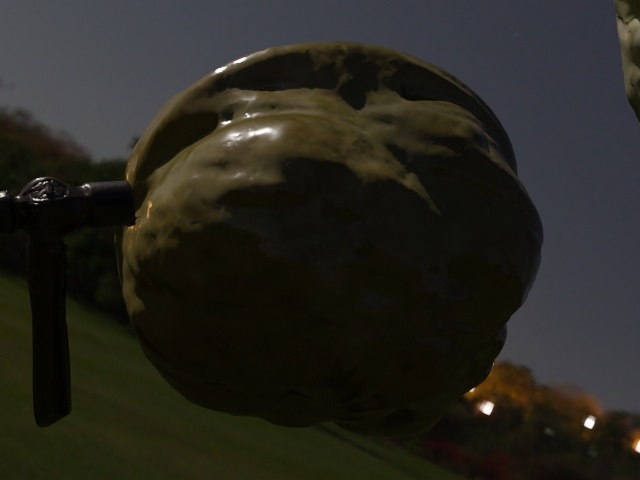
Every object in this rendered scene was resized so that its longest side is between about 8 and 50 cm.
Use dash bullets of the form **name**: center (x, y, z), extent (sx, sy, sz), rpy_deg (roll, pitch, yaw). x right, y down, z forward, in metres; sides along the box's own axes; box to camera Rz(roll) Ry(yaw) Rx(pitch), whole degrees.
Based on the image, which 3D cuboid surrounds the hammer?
- **hammer**: center (-0.119, 0.037, 0.608), extent (0.178, 0.065, 0.021), rpy_deg (102, -26, -47)

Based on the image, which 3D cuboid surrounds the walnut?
- **walnut**: center (0.000, 0.001, 0.891), extent (0.277, 0.282, 0.253), rpy_deg (4, -43, -15)

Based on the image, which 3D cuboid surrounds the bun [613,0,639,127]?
- **bun**: center (0.154, -0.067, 0.261), extent (0.134, 0.220, 0.220), rpy_deg (-13, 9, -21)
